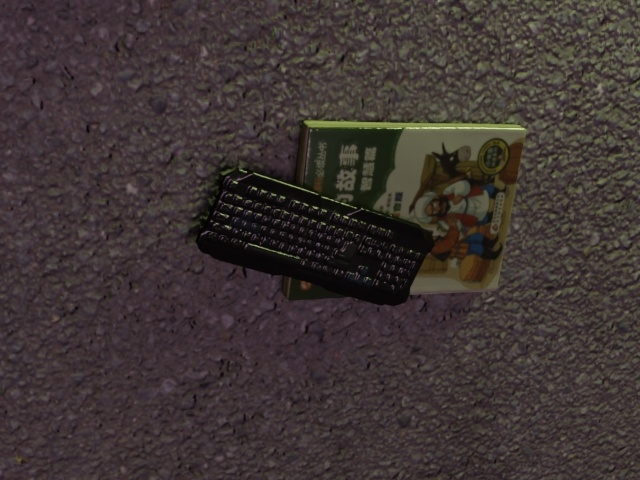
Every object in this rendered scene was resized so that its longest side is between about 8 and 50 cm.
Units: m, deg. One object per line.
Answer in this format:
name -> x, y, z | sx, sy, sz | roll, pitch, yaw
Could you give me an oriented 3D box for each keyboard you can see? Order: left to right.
keyboard -> 0.000, 0.000, 1.182 | 0.262, 0.016, 0.106 | 17, 106, -27

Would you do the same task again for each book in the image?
book -> 0.094, -0.033, 1.233 | 0.264, 0.027, 0.202 | -1, 113, -21
